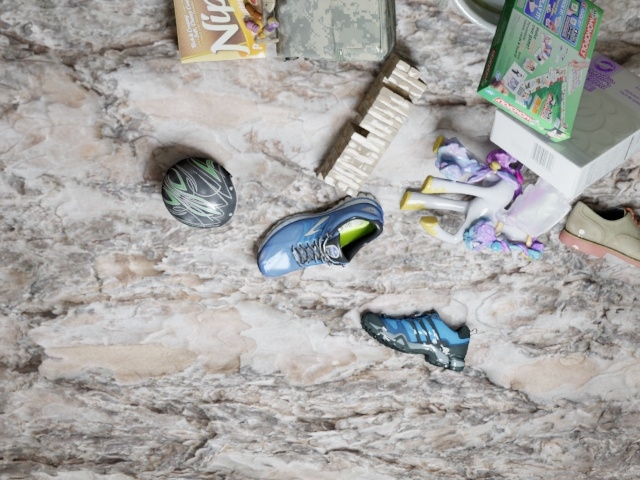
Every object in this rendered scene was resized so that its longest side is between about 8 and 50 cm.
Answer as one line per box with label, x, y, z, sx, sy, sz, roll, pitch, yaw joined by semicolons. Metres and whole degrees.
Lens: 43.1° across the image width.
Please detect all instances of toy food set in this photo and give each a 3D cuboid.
toy food set;-0.125;-0.460;1.649;0.077;0.019;0.122;0;115;26

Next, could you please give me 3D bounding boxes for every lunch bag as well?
lunch bag;0.015;-0.521;1.650;0.256;0.212;0.305;0;116;13

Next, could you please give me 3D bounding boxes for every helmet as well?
helmet;-0.272;-0.105;1.823;0.169;0.161;0.169;-3;115;-7

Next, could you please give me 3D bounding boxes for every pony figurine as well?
pony figurine;0.413;-0.108;1.892;0.363;0.303;0.351;20;129;-9

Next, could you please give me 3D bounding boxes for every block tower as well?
block tower;0.117;-0.256;1.852;0.091;0.097;0.335;27;109;-18

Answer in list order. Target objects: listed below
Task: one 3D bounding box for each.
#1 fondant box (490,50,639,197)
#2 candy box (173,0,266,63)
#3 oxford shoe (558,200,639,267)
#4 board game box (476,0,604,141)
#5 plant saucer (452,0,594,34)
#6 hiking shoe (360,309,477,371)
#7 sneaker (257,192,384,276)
fondant box;0.573;-0.261;1.768;0.330;0.238;0.096;-31;146;-23
candy box;-0.215;-0.534;1.674;0.182;0.087;0.317;-5;116;-6
oxford shoe;0.785;-0.012;2.054;0.348;0.123;0.130;12;107;-15
board game box;0.454;-0.388;1.656;0.213;0.046;0.317;27;70;-19
plant saucer;0.433;-0.638;1.719;0.400;0.100;0.401;-3;114;-7
hiking shoe;0.249;0.234;2.112;0.304;0.113;0.132;23;79;-11
sneaker;0.000;0.000;1.923;0.330;0.147;0.130;-26;116;5
